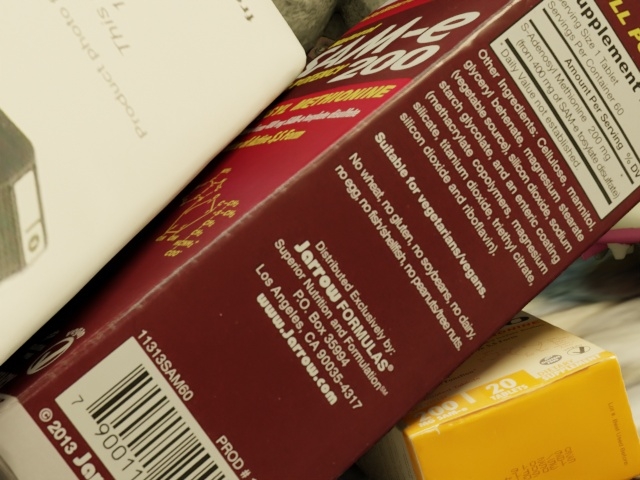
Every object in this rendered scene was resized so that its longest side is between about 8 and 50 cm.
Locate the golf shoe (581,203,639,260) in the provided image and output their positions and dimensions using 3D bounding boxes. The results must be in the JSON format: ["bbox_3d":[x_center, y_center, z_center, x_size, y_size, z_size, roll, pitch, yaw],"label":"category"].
[{"bbox_3d":[0.193,-0.095,0.666,0.115,0.140,0.306,-8,13,40],"label":"golf shoe"}]

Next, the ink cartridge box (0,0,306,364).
[{"bbox_3d":[-0.214,0.021,0.383,0.285,0.166,0.395,-28,12,30],"label":"ink cartridge box"}]

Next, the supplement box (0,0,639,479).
[{"bbox_3d":[0.000,0.000,0.461,0.239,0.073,0.130,-40,15,-21],"label":"supplement box"}]

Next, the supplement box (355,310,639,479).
[{"bbox_3d":[0.043,0.049,0.459,0.062,0.036,0.098,-20,12,-11],"label":"supplement box"}]

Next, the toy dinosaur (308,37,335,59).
[{"bbox_3d":[0.099,-0.114,0.806,0.200,0.127,0.295,-24,-3,-23],"label":"toy dinosaur"}]

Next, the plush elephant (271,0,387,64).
[{"bbox_3d":[-0.091,-0.087,0.741,0.272,0.330,0.255,-1,-40,-38],"label":"plush elephant"}]
